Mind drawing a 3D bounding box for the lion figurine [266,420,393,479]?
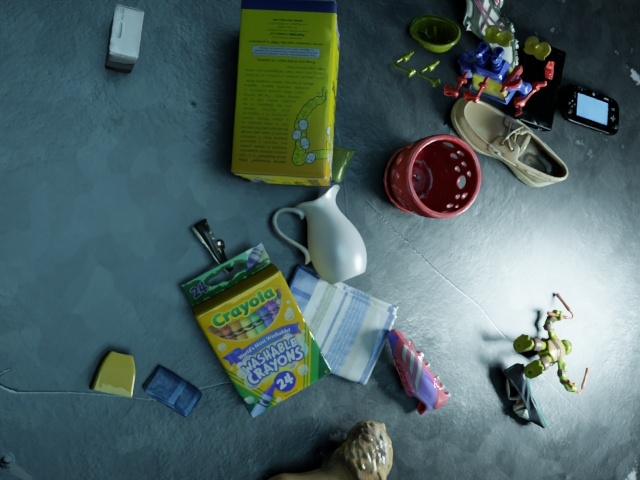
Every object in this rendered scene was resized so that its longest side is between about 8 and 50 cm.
[{"bbox_3d":[-0.007,0.568,1.537,0.393,0.142,0.240,-13,89,-15],"label":"lion figurine"}]

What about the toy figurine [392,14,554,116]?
[{"bbox_3d":[0.379,-0.390,1.658,0.363,0.217,0.191,26,84,24],"label":"toy figurine"}]

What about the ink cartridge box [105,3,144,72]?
[{"bbox_3d":[-0.395,-0.402,1.367,0.056,0.135,0.099,8,89,-21],"label":"ink cartridge box"}]

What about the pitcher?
[{"bbox_3d":[0.000,0.000,1.541,0.178,0.125,0.207,-22,88,-4],"label":"pitcher"}]

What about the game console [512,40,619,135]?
[{"bbox_3d":[0.658,-0.381,1.800,0.362,0.044,0.213,12,88,-24],"label":"game console"}]

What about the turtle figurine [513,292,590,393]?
[{"bbox_3d":[0.592,0.275,1.771,0.217,0.087,0.269,-1,79,-40],"label":"turtle figurine"}]

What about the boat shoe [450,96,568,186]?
[{"bbox_3d":[0.481,-0.255,1.710,0.341,0.110,0.121,30,81,-18],"label":"boat shoe"}]

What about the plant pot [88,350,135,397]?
[{"bbox_3d":[-0.424,0.274,1.406,0.082,0.081,0.083,17,75,-20],"label":"plant pot"}]

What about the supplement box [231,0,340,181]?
[{"bbox_3d":[-0.066,-0.301,1.432,0.196,0.194,0.356,4,91,4],"label":"supplement box"}]

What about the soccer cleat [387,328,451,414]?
[{"bbox_3d":[0.221,0.319,1.637,0.095,0.083,0.248,-37,113,0],"label":"soccer cleat"}]

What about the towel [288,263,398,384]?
[{"bbox_3d":[0.028,0.199,1.595,0.285,0.034,0.209,25,85,-17],"label":"towel"}]

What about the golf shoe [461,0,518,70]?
[{"bbox_3d":[0.418,-0.537,1.701,0.120,0.105,0.272,-17,108,12],"label":"golf shoe"}]

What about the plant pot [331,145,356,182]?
[{"bbox_3d":[0.032,-0.177,1.568,0.083,0.083,0.079,9,99,-20],"label":"plant pot"}]

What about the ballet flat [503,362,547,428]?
[{"bbox_3d":[0.527,0.411,1.773,0.074,0.074,0.203,-30,107,-17],"label":"ballet flat"}]

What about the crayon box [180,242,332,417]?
[{"bbox_3d":[-0.137,0.195,1.474,0.203,0.083,0.322,-29,107,-8],"label":"crayon box"}]

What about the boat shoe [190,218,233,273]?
[{"bbox_3d":[-0.228,0.014,1.485,0.042,0.049,0.133,-35,98,-8],"label":"boat shoe"}]

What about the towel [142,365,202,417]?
[{"bbox_3d":[-0.319,0.326,1.470,0.119,0.029,0.067,38,78,-17],"label":"towel"}]

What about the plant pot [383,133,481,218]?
[{"bbox_3d":[0.249,-0.145,1.592,0.191,0.174,0.191,-1,92,-21],"label":"plant pot"}]
